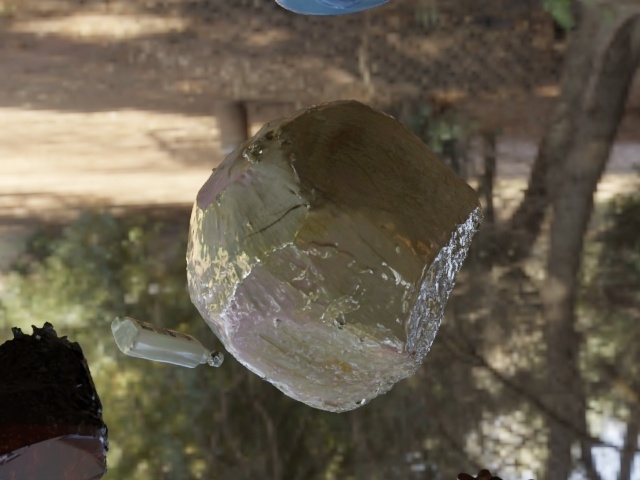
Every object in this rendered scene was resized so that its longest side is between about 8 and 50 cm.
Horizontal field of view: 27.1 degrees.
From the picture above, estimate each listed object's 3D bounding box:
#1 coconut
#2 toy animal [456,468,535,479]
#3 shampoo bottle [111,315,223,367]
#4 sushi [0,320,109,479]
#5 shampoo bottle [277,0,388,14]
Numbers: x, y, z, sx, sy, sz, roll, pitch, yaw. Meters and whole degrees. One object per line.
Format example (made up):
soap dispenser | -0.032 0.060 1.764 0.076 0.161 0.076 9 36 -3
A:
coconut | 0.000 0.000 1.348 0.254 0.297 0.297 31 172 -16
toy animal | 0.074 0.254 0.760 0.224 0.066 0.229 -34 -143 -2
shampoo bottle | -0.156 0.113 1.406 0.141 0.034 0.049 21 -174 -44
sushi | -0.291 0.163 1.092 0.225 0.126 0.136 -17 142 -12
shampoo bottle | 0.011 -0.198 0.985 0.104 0.061 0.258 -6 -171 0
